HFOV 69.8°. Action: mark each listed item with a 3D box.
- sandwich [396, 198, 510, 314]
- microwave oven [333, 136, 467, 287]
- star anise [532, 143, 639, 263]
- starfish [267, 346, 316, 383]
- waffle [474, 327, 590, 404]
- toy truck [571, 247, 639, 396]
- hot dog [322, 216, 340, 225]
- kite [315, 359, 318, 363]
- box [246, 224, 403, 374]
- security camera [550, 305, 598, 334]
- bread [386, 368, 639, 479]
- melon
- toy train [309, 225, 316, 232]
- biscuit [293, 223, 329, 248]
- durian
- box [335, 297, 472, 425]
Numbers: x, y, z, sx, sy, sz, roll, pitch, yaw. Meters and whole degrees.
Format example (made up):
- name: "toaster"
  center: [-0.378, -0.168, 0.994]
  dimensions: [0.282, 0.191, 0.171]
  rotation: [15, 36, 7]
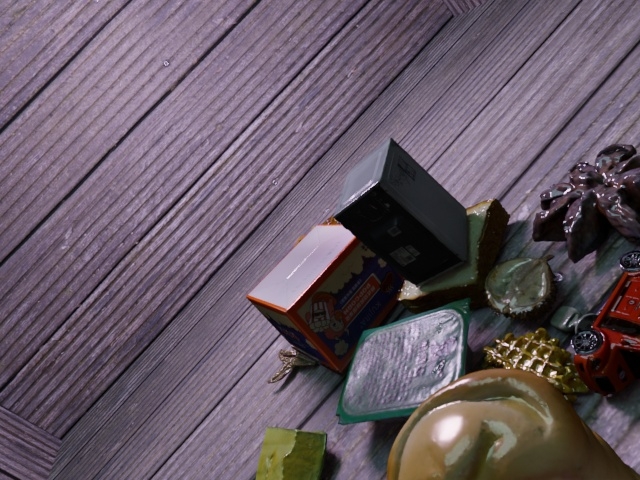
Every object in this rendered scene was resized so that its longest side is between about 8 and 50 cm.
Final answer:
- name: "sandwich"
  center: [0.344, 0.057, 1.204]
  dimensions: [0.271, 0.099, 0.301]
  rotation: [-29, 28, 50]
- name: "microwave oven"
  center: [0.200, -0.063, 1.145]
  dimensions: [0.181, 0.295, 0.237]
  rotation: [-36, 23, 39]
- name: "star anise"
  center: [0.592, -0.093, 0.963]
  dimensions: [0.332, 0.117, 0.331]
  rotation: [-41, 15, 13]
- name: "starfish"
  center: [-0.084, 0.383, 1.507]
  dimensions: [0.240, 0.043, 0.227]
  rotation: [-42, 16, -8]
- name: "waffle"
  center: [0.360, 0.252, 0.829]
  dimensions: [0.197, 0.070, 0.193]
  rotation: [-40, 21, 16]
- name: "toy truck"
  center: [0.506, 0.129, 0.717]
  dimensions: [0.252, 0.107, 0.114]
  rotation: [-50, 28, -16]
- name: "hot dog"
  center: [0.000, 0.000, 2.048]
  dimensions: [0.252, 0.069, 0.131]
  rotation: [-51, 21, -10]
- name: "kite"
  center: [0.035, 0.299, 1.489]
  dimensions: [0.244, 0.006, 0.198]
  rotation: [-55, 22, -22]
- name: "box"
  center: [0.021, 0.154, 1.386]
  dimensions: [0.348, 0.257, 0.318]
  rotation: [-47, 23, -21]
- name: "security camera"
  center: [0.471, 0.151, 0.849]
  dimensions: [0.058, 0.058, 0.092]
  rotation: [-45, 8, 2]
- name: "bread"
  center: [0.242, 0.335, 0.651]
  dimensions: [0.315, 0.270, 0.211]
  rotation: [-49, 5, 10]
- name: "melon"
  center: [-0.103, 0.585, 1.049]
  dimensions: [0.196, 0.124, 0.323]
  rotation: [-25, 34, 47]
- name: "toy train"
  center: [-0.022, 0.125, 1.681]
  dimensions: [0.369, 0.150, 0.237]
  rotation: [-63, 20, -10]
- name: "biscuit"
  center: [-0.030, 0.068, 1.894]
  dimensions: [0.202, 0.047, 0.334]
  rotation: [-28, 39, 21]
- name: "durian"
  center: [0.431, 0.102, 0.953]
  dimensions: [0.188, 0.091, 0.148]
  rotation: [-47, 32, -12]
- name: "box"
  center: [0.203, 0.295, 1.014]
  dimensions: [0.337, 0.106, 0.264]
  rotation: [-27, 28, 41]
